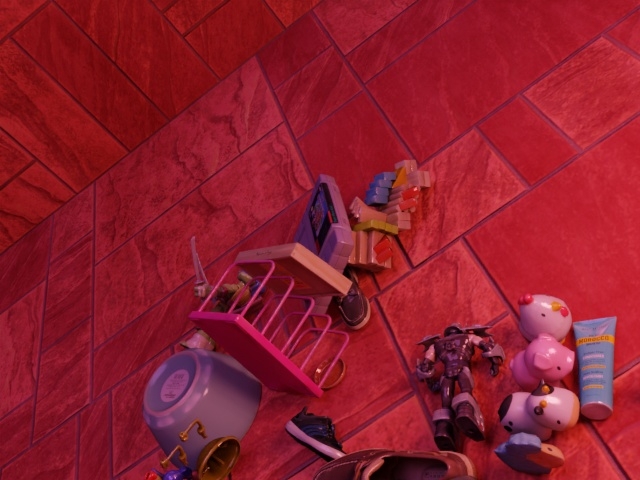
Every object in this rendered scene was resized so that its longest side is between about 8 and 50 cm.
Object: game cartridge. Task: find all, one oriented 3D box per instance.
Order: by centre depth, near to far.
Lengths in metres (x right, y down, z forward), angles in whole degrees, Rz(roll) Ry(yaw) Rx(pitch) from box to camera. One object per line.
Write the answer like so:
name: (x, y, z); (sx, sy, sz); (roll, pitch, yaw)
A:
game cartridge: (0.000, 0.000, 1.990); (0.355, 0.068, 0.230); (-104, 27, -58)

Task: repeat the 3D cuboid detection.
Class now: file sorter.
file sorter: (-0.108, 0.197, 1.798); (0.202, 0.290, 0.182); (-3, 47, 52)

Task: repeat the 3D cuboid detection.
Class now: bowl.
bowl: (-0.317, 0.387, 1.926); (0.312, 0.163, 0.311); (-27, 37, 22)

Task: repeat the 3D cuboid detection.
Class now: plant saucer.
plant saucer: (0.023, 0.307, 1.805); (0.084, 0.013, 0.083); (-26, 37, 22)

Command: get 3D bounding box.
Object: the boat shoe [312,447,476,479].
boat shoe: (0.112, 0.443, 1.457); (0.342, 0.123, 0.123); (-12, 63, 32)

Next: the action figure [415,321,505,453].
action figure: (0.268, 0.271, 1.539); (0.185, 0.099, 0.285); (-28, 33, 32)

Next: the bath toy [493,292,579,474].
bath toy: (0.395, 0.237, 1.415); (0.151, 0.129, 0.348); (-13, 43, 36)

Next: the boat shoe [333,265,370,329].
boat shoe: (0.061, 0.126, 1.908); (0.080, 0.073, 0.223); (-34, 35, 14)

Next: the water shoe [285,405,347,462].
water shoe: (0.002, 0.411, 1.665); (0.203, 0.073, 0.080); (18, 62, 50)

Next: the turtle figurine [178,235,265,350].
turtle figurine: (-0.313, 0.166, 2.109); (0.198, 0.275, 0.266); (-4, 57, 63)

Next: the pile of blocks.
pile of blocks: (0.173, -0.084, 1.940); (0.113, 0.149, 0.362); (-18, 39, 51)

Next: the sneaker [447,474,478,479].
sneaker: (0.206, 0.545, 1.313); (0.281, 0.106, 0.162); (-51, 40, 5)

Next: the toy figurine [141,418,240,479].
toy figurine: (-0.370, 0.560, 1.780); (0.217, 0.191, 0.362); (7, 59, 55)

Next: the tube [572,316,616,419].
tube: (0.496, 0.222, 1.408); (0.080, 0.052, 0.207); (-8, 41, 25)

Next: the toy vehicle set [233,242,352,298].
toy vehicle set: (-0.070, 0.075, 1.802); (0.267, 0.166, 0.035); (-9, 49, 55)
